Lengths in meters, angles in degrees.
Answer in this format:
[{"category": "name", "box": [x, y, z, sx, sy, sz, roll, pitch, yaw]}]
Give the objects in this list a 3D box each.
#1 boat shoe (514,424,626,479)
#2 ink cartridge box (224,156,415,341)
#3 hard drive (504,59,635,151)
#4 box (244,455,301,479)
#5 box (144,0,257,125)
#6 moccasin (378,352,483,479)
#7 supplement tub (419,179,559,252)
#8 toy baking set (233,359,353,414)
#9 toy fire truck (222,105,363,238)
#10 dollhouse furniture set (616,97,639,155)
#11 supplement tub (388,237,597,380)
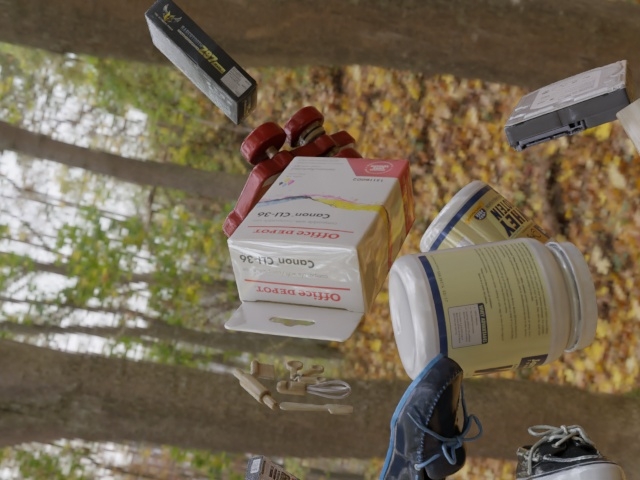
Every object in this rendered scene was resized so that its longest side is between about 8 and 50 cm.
[{"category": "boat shoe", "box": [0.353, 0.321, 1.318, 0.306, 0.113, 0.104, 89, -179, -73]}, {"category": "ink cartridge box", "box": [0.000, 0.000, 0.773, 0.198, 0.115, 0.067, -58, -35, -52]}, {"category": "hard drive", "box": [0.506, -0.276, 1.824, 0.064, 0.237, 0.339, 67, -155, -12]}, {"category": "box", "box": [-0.095, 0.492, 1.568, 0.036, 0.114, 0.207, -20, 43, 34]}, {"category": "box", "box": [-0.216, -0.328, 1.678, 0.059, 0.233, 0.183, -45, -1, -8]}, {"category": "moccasin", "box": [0.184, 0.312, 1.410, 0.138, 0.117, 0.342, -34, -34, -31]}, {"category": "supplement tub", "box": [0.415, 0.036, 2.116, 0.228, 0.316, 0.228, -46, -13, -14]}, {"category": "toy baking set", "box": [-0.051, 0.288, 1.822, 0.256, 0.197, 0.030, 33, 125, 56]}, {"category": "toy fire truck", "box": [-0.064, -0.131, 1.959, 0.302, 0.169, 0.254, -28, -20, -43]}, {"category": "dollhouse furniture set", "box": [0.567, -0.170, 1.256, 0.242, 0.161, 0.212, -35, 48, 23]}, {"category": "supplement tub", "box": [0.304, 0.121, 1.636, 0.235, 0.325, 0.235, 172, 90, -84]}]
